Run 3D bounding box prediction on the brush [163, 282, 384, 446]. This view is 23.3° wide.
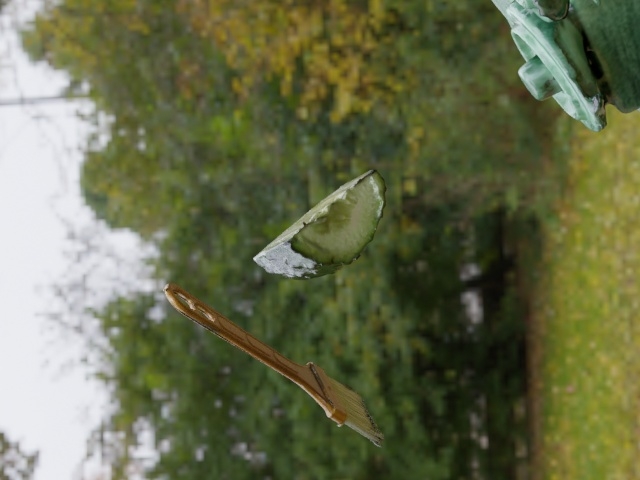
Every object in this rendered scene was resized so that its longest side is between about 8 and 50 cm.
[{"bbox_3d":[-0.049,0.124,1.610,0.314,0.017,0.090,36,-166,-35],"label":"brush"}]

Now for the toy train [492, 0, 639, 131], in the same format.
[{"bbox_3d":[0.142,-0.203,0.898,0.238,0.167,0.299,58,-177,37],"label":"toy train"}]

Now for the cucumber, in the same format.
[{"bbox_3d":[0.000,0.000,0.842,0.035,0.067,0.107,49,164,-5],"label":"cucumber"}]
